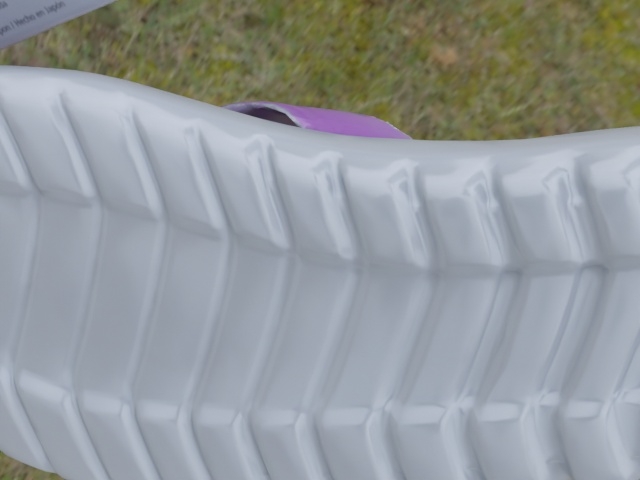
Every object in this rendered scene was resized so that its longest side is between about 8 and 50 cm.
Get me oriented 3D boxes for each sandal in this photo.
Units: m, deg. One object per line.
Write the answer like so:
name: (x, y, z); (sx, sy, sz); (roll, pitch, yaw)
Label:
sandal: (0.000, 0.014, 0.601); (0.416, 0.169, 0.102); (7, 25, 13)

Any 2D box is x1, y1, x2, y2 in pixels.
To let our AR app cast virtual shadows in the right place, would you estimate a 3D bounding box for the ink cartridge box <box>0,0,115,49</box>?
ink cartridge box: (-0.065, -0.184, 0.650); (0.060, 0.275, 0.239); (51, 38, -32)
